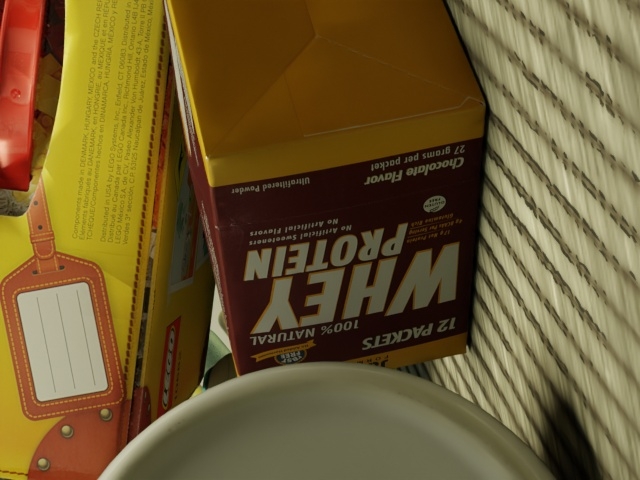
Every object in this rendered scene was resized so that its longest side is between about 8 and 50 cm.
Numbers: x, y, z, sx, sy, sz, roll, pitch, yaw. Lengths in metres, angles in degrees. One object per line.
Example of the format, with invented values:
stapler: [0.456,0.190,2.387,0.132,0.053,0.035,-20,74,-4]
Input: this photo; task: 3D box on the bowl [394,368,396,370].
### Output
bowl: [0.017,0.138,1.115,0.170,0.080,0.170,168,90,-84]

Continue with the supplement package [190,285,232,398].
supplement package: [-0.147,0.184,1.747,0.263,0.199,0.198,50,161,22]

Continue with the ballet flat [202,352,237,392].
ballet flat: [-0.013,0.118,1.246,0.248,0.086,0.086,-20,-79,-63]

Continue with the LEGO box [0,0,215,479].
LEGO box: [-0.171,-0.116,1.008,0.372,0.193,0.500,-54,-29,-85]

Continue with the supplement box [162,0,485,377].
supplement box: [-0.005,-0.056,0.742,0.194,0.129,0.191,87,170,-51]

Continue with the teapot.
teapot: [0.011,0.191,0.613,0.187,0.252,0.256,76,-168,-59]
